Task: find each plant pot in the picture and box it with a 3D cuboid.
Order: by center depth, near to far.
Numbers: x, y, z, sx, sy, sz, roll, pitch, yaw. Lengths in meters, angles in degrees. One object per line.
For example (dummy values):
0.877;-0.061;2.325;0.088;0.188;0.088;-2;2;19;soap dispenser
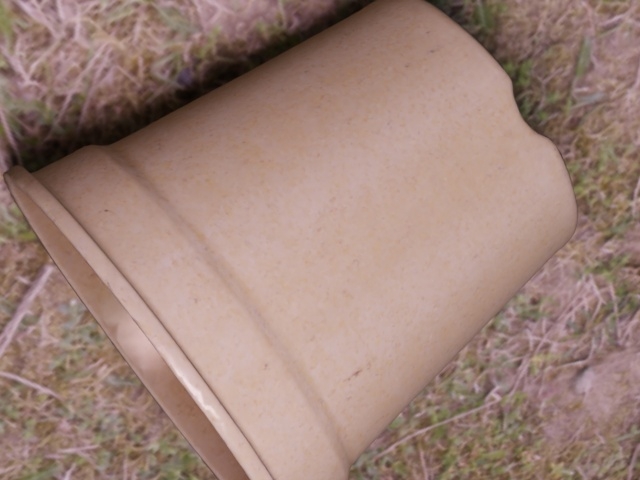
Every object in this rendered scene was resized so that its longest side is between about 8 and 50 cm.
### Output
0.000;0.000;1.244;0.305;0.334;0.334;-37;127;-11;plant pot
